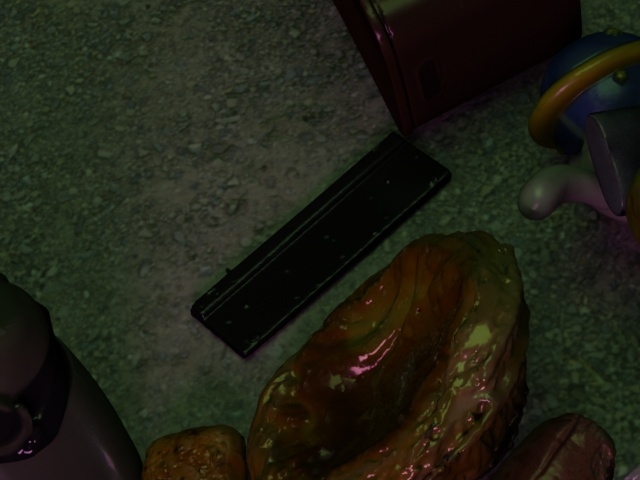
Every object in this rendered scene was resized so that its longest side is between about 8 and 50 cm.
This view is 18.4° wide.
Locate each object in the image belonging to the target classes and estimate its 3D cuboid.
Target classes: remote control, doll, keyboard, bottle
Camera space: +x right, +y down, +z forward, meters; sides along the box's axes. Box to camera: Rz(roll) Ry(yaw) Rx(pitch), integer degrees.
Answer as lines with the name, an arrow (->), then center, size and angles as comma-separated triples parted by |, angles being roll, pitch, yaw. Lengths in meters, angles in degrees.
remote control -> 0.441, -0.104, 1.970 | 0.377, 0.044, 0.107 | -11, 82, -23
doll -> 0.287, -0.092, 2.022 | 0.311, 0.159, 0.242 | -17, 75, -34
keyboard -> 0.000, 0.000, 2.116 | 0.310, 0.018, 0.101 | -42, 57, -17
bottle -> -0.284, 0.166, 1.855 | 0.168, 0.347, 0.168 | -7, 54, 9

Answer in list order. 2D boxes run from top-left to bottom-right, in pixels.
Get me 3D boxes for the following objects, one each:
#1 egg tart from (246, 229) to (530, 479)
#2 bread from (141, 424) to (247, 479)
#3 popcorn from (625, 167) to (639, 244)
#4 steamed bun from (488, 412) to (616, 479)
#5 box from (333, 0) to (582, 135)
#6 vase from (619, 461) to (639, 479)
egg tart -> 0.082, 0.150, 1.868 | 0.352, 0.150, 0.352 | -40, 25, 23
bread -> -0.121, 0.278, 1.901 | 0.114, 0.083, 0.211 | -12, 51, 10
popcorn -> 0.425, 0.029, 1.828 | 0.225, 0.286, 0.174 | -21, 10, 16
steamed bun -> 0.205, 0.237, 1.799 | 0.106, 0.175, 0.145 | 38, 64, 10
box -> 0.115, -0.333, 2.160 | 0.229, 0.239, 0.339 | -25, 63, -1
vase -> 0.382, 0.321, 1.715 | 0.143, 0.143, 0.299 | -29, 56, -8
